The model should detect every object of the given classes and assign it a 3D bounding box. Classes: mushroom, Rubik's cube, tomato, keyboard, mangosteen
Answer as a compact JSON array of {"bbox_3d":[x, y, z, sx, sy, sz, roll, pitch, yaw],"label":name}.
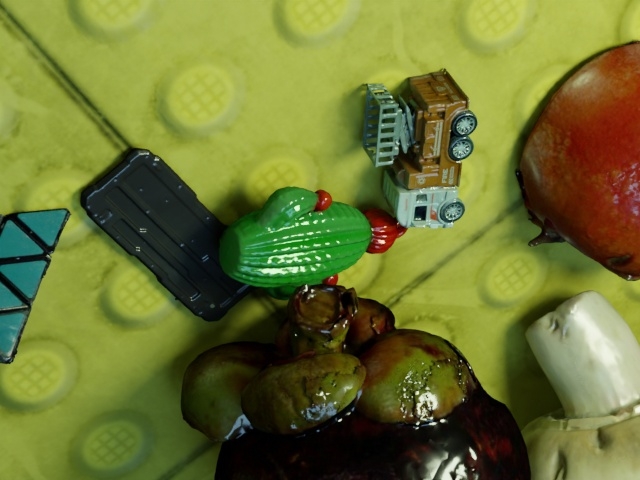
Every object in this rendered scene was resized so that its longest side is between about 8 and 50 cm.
[{"bbox_3d":[0.403,0.268,2.092,0.353,0.353,0.325,-38,152,3],"label":"mushroom"},{"bbox_3d":[-0.406,0.051,1.679,0.178,0.211,0.190,30,132,-16],"label":"Rubik's cube"},{"bbox_3d":[0.403,-0.075,1.917,0.309,0.170,0.309,-14,129,-18],"label":"tomato"},{"bbox_3d":[-0.163,-0.001,1.788,0.106,0.016,0.262,-40,131,3],"label":"keyboard"},{"bbox_3d":[0.034,0.272,1.852,0.381,0.381,0.421,-42,118,6],"label":"mangosteen"}]

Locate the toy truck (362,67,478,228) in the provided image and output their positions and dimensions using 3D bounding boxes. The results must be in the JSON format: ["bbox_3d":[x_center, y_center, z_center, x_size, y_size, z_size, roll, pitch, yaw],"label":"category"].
[{"bbox_3d":[0.109,-0.097,1.816,0.115,0.080,0.178,-8,124,-15],"label":"toy truck"}]

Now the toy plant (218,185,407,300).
[{"bbox_3d":[-0.011,0.009,1.827,0.240,0.088,0.155,17,119,-50],"label":"toy plant"}]
